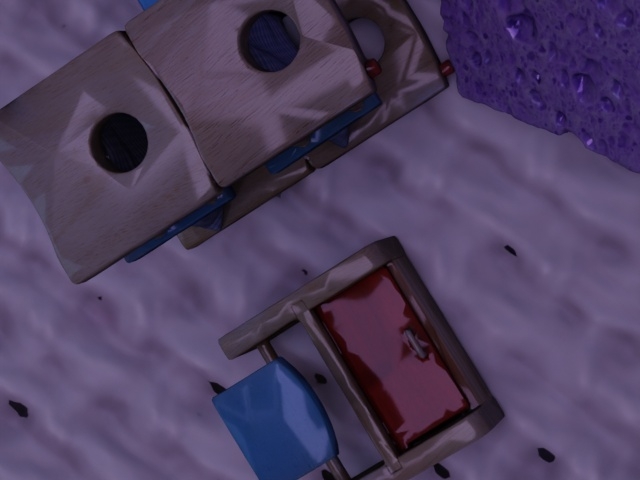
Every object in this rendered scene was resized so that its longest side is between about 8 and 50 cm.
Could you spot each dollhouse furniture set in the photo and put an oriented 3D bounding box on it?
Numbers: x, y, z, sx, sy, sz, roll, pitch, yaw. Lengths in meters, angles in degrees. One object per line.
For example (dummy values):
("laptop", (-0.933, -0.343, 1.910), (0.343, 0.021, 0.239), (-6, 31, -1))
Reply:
("dollhouse furniture set", (0.000, 0.000, 0.694), (0.129, 0.129, 0.183), (-32, 87, 16))

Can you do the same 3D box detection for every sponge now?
("sponge", (0.114, -0.067, 0.626), (0.210, 0.031, 0.117), (29, 148, 43))

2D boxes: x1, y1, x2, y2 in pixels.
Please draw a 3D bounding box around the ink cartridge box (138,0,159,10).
("ink cartridge box", (-0.058, -0.181, 0.724), (0.104, 0.061, 0.181), (-33, 87, 16))
